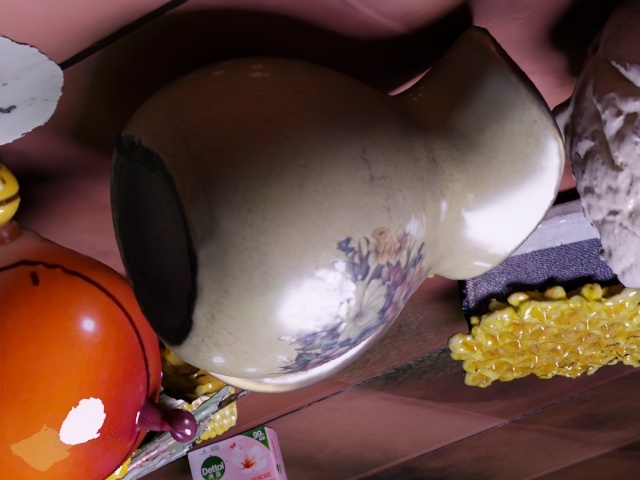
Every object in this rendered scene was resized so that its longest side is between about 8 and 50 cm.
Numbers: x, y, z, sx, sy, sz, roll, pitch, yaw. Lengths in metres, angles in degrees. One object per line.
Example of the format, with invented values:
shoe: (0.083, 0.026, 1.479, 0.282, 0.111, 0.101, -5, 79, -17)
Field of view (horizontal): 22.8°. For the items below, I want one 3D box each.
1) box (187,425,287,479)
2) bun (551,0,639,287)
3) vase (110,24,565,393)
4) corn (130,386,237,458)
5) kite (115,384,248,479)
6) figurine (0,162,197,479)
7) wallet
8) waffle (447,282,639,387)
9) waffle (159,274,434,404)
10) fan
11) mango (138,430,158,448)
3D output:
box: (-0.114, 0.320, 2.207, 0.125, 0.089, 0.043, -21, 158, 13)
bun: (0.294, -0.102, 1.264, 0.281, 0.205, 0.281, -47, 180, 0)
vase: (0.000, 0.000, 1.240, 0.302, 0.241, 0.329, -15, 139, -26)
corn: (-0.235, 0.189, 1.774, 0.305, 0.122, 0.123, -13, 124, -11)
kite: (-0.150, 0.202, 1.618, 0.267, 0.013, 0.323, -32, 171, -19)
figurine: (-0.269, 0.100, 1.262, 0.323, 0.196, 0.320, 7, 110, -21)
wallet: (0.257, 0.017, 1.740, 0.221, 0.071, 0.262, -11, 158, 3)
waffle: (0.263, 0.110, 1.798, 0.243, 0.059, 0.238, -9, 158, -2)
waffle: (-0.027, 0.067, 1.606, 0.302, 0.068, 0.325, -17, 157, -28)
fan: (-0.300, -0.115, 1.088, 0.190, 0.009, 0.329, -19, 159, 11)
mango: (-0.242, 0.132, 1.545, 0.199, 0.201, 0.350, 21, 175, 11)
